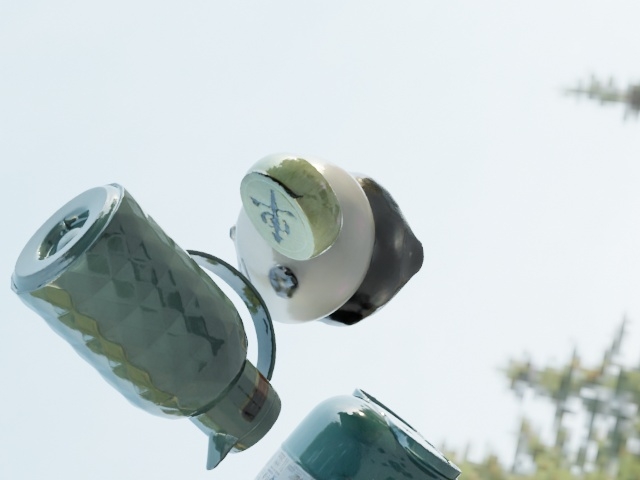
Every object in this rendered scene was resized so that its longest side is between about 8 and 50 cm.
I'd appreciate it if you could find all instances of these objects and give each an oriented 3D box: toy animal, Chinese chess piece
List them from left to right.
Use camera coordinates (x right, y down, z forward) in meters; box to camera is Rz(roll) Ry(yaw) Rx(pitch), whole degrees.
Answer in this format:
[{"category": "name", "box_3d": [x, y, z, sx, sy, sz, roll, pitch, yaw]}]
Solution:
[{"category": "Chinese chess piece", "box_3d": [-0.022, -0.025, 1.441, 0.034, 0.084, 0.084, -39, -50, -29]}, {"category": "toy animal", "box_3d": [-0.006, 0.000, 2.154, 0.235, 0.165, 0.187, 10, -99, -63]}]

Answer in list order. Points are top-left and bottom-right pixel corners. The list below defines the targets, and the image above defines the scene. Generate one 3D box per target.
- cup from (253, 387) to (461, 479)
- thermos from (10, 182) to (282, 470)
[{"category": "cup", "box_3d": [0.037, 0.330, 2.238, 0.219, 0.290, 0.257, 36, -89, -27]}, {"category": "thermos", "box_3d": [-0.147, 0.076, 1.878, 0.286, 0.145, 0.182, 46, -128, -24]}]
